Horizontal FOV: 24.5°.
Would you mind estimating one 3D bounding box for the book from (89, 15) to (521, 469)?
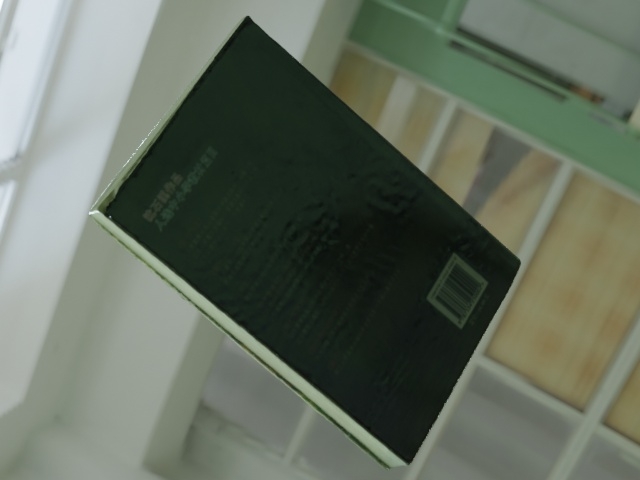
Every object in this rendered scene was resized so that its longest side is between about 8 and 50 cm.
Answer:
[{"bbox_3d":[0.000,0.000,0.846,0.228,0.024,0.160,41,-118,-13],"label":"book"}]
